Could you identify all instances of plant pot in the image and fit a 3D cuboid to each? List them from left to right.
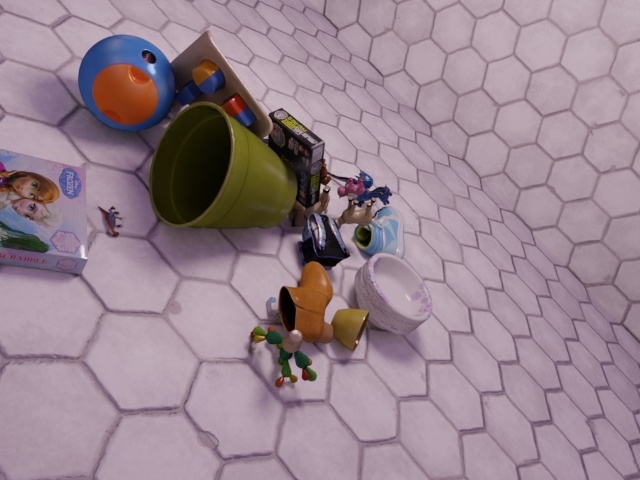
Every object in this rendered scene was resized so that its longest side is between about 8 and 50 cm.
[{"bbox_3d":[-0.269,-0.184,1.700,0.352,0.366,0.367,17,40,-51],"label":"plant pot"},{"bbox_3d":[0.085,0.265,1.727,0.095,0.134,0.134,22,32,13],"label":"plant pot"}]

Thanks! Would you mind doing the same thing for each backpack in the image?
[{"bbox_3d":[0.000,0.000,1.901,0.158,0.117,0.174,5,60,-40],"label":"backpack"}]

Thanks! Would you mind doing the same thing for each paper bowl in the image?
[{"bbox_3d":[0.238,0.195,1.919,0.284,0.148,0.284,26,37,-21],"label":"paper bowl"}]

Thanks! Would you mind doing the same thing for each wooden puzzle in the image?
[{"bbox_3d":[-0.342,-0.442,1.757,0.080,0.322,0.348,-45,111,-32],"label":"wooden puzzle"}]

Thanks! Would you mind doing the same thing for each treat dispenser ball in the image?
[{"bbox_3d":[-0.593,-0.484,1.710,0.288,0.288,0.288,26,37,-22],"label":"treat dispenser ball"}]

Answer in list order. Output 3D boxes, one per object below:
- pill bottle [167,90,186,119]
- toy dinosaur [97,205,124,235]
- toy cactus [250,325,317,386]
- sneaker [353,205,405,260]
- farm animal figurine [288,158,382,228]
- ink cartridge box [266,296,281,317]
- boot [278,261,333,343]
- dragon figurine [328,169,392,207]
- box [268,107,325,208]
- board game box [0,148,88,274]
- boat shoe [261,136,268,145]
[{"bbox_3d":[-0.582,-0.556,1.921,0.271,0.152,0.152,33,35,-13],"label":"pill bottle"},{"bbox_3d":[-0.567,-0.049,1.506,0.090,0.047,0.082,2,52,1],"label":"toy dinosaur"},{"bbox_3d":[-0.096,0.293,1.471,0.112,0.181,0.219,-34,73,-34],"label":"toy cactus"},{"bbox_3d":[0.225,-0.057,2.201,0.208,0.127,0.319,27,36,-23],"label":"sneaker"},{"bbox_3d":[0.007,-0.133,2.033,0.326,0.172,0.330,-24,56,-34],"label":"farm animal figurine"},{"bbox_3d":[-0.118,0.204,1.663,0.083,0.028,0.048,20,41,-30],"label":"ink cartridge box"},{"bbox_3d":[-0.051,0.162,1.666,0.211,0.104,0.295,35,36,-49],"label":"boot"},{"bbox_3d":[0.168,-0.237,2.321,0.289,0.144,0.085,43,34,1],"label":"dragon figurine"},{"bbox_3d":[-0.085,-0.266,1.823,0.060,0.270,0.216,-32,61,-28],"label":"box"},{"bbox_3d":[-0.734,-0.083,1.334,0.317,0.066,0.319,12,45,-37],"label":"board game box"},{"bbox_3d":[-0.251,-0.338,2.049,0.306,0.113,0.105,4,56,-39],"label":"boat shoe"}]
